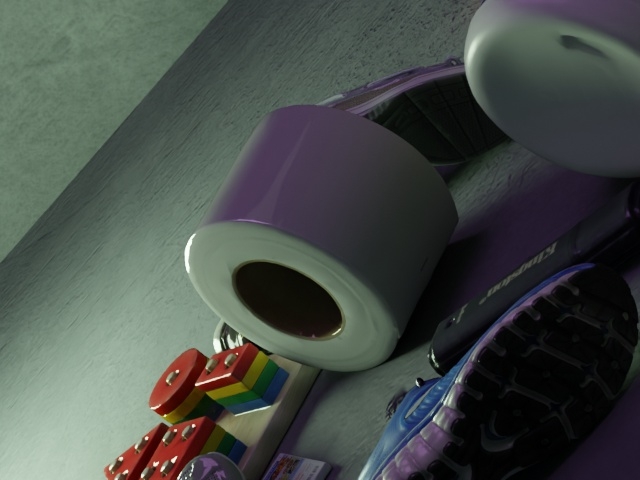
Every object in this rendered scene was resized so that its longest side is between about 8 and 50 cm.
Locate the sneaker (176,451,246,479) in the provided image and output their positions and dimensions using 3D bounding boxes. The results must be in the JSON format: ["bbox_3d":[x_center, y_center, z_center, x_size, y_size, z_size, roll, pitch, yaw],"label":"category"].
[{"bbox_3d":[-0.154,0.326,1.994,0.105,0.115,0.281,-4,51,35],"label":"sneaker"}]

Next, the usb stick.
[{"bbox_3d":[0.206,0.038,1.848,0.278,0.045,0.077,-39,22,34],"label":"usb stick"}]

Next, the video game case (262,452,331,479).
[{"bbox_3d":[-0.039,0.261,2.052,0.087,0.011,0.122,-56,19,-14],"label":"video game case"}]

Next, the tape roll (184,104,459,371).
[{"bbox_3d":[0.000,0.000,2.098,0.246,0.246,0.169,-26,29,53],"label":"tape roll"}]

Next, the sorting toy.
[{"bbox_3d":[-0.143,0.223,2.252,0.255,0.089,0.257,-21,34,57],"label":"sorting toy"}]

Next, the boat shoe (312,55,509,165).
[{"bbox_3d":[0.092,-0.141,2.245,0.320,0.118,0.103,-20,35,21],"label":"boat shoe"}]

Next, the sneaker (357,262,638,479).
[{"bbox_3d":[0.132,0.139,1.695,0.330,0.130,0.147,-47,20,11],"label":"sneaker"}]

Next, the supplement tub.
[{"bbox_3d":[0.299,-0.249,1.878,0.241,0.241,0.331,-25,31,54],"label":"supplement tub"}]

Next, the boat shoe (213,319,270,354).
[{"bbox_3d":[-0.050,0.049,2.399,0.069,0.081,0.227,-15,46,56],"label":"boat shoe"}]
